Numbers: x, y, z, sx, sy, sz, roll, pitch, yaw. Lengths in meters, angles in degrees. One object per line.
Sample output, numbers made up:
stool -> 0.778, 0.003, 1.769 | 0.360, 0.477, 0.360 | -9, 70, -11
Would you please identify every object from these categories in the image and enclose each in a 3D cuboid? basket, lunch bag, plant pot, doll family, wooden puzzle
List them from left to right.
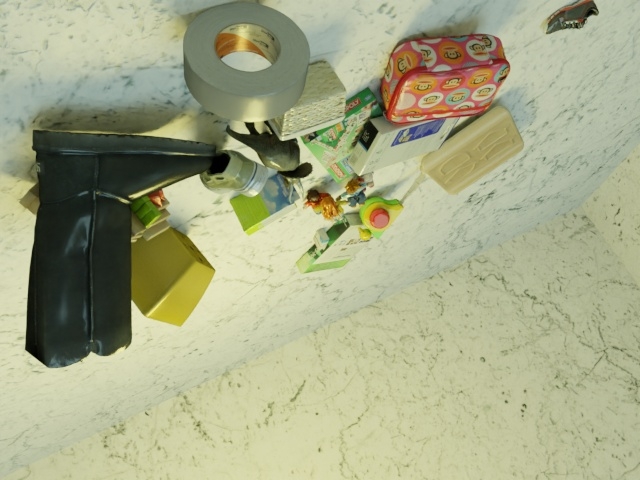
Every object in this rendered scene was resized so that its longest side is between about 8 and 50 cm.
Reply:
plant pot -> -0.415, 0.083, 1.817 | 0.187, 0.212, 0.212 | -42, 159, 1
basket -> -0.035, -0.312, 1.478 | 0.167, 0.113, 0.103 | -21, 155, -19
doll family -> 0.077, -0.131, 2.048 | 0.263, 0.118, 0.163 | -29, 160, 1
lunch bag -> 0.298, -0.388, 1.672 | 0.293, 0.120, 0.258 | -9, 158, -12
wooden puzzle -> 0.513, -0.310, 2.273 | 0.322, 0.080, 0.348 | -35, 155, 15

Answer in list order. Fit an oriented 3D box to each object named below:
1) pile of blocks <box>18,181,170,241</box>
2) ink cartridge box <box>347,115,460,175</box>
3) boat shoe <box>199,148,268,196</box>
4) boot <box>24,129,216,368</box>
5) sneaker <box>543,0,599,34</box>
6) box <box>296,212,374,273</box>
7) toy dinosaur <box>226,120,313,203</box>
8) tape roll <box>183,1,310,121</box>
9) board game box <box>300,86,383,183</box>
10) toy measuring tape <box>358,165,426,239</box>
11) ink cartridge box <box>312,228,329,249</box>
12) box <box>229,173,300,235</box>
pile of blocks -> -0.445, -0.080, 1.437 | 0.112, 0.149, 0.362 | -39, 157, 27
ink cartridge box -> 0.237, -0.289, 1.844 | 0.333, 0.065, 0.165 | -20, 153, -36
boat shoe -> -0.213, -0.165, 1.483 | 0.094, 0.302, 0.109 | 33, 81, -29
boot -> -0.394, 0.011, 1.350 | 0.367, 0.445, 0.146 | -3, -169, -35
sneaker -> 0.679, -0.595, 1.804 | 0.158, 0.065, 0.061 | -31, 160, 4
box -> 0.083, 0.008, 2.490 | 0.232, 0.058, 0.322 | -7, 149, -45
toy dinosaur -> -0.101, -0.216, 1.549 | 0.121, 0.160, 0.313 | -32, 161, 9
tape roll -> -0.130, -0.317, 1.180 | 0.219, 0.219, 0.072 | -21, 157, -21
board game box -> 0.085, -0.275, 1.820 | 0.213, 0.046, 0.317 | -31, 160, 7
toy measuring tape -> 0.229, -0.140, 2.288 | 0.330, 0.121, 0.121 | -53, 154, 14
ink cartridge box -> 0.000, 0.000, 2.366 | 0.028, 0.048, 0.083 | -20, 158, -24
box -> -0.148, -0.104, 1.830 | 0.178, 0.109, 0.042 | -30, 156, 2
